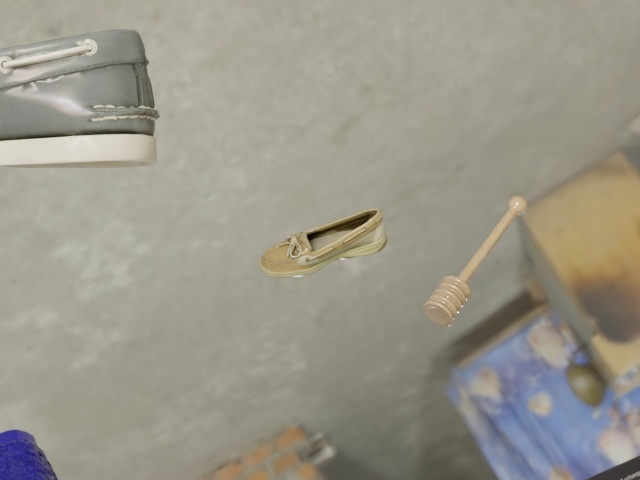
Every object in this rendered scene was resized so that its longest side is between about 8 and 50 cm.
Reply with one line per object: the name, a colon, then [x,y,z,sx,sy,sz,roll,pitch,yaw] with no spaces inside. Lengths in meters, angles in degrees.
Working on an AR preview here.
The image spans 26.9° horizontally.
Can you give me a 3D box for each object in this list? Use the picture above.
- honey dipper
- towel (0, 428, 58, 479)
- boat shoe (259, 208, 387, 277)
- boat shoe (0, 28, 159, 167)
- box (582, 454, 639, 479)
honey dipper: [0.144,0.013,1.212,0.161,0.030,0.030,-51,171,-33]
towel: [-0.182,0.281,0.762,0.076,0.308,0.228,28,101,-36]
boat shoe: [0.001,0.001,1.555,0.153,0.056,0.048,-13,129,0]
boat shoe: [-0.268,-0.102,0.936,0.319,0.099,0.116,2,-178,10]
box: [0.489,0.540,1.474,0.479,0.472,0.297,24,145,-20]
